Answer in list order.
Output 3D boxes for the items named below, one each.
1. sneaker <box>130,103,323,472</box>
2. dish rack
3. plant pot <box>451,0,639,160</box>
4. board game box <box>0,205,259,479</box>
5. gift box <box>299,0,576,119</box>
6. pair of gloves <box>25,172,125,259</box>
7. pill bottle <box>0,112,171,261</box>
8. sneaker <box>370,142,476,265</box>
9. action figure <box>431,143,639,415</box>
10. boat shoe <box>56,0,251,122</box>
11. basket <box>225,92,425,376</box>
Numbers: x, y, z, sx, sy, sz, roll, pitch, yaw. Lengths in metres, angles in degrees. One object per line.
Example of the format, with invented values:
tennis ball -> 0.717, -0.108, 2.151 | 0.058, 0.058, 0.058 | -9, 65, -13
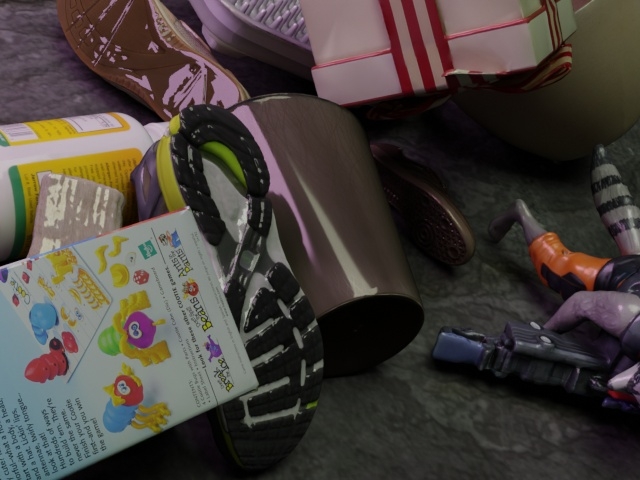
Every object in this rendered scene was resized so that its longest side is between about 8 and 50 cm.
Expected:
sneaker -> -0.085, 0.044, 0.890 | 0.111, 0.121, 0.300 | -7, 81, -38
dish rack -> -0.051, -0.276, 1.275 | 0.333, 0.072, 0.285 | 16, 36, -43
plant pot -> 0.301, -0.213, 1.330 | 0.191, 0.284, 0.284 | 57, 35, -20
board game box -> -0.209, 0.095, 0.731 | 0.275, 0.142, 0.144 | -20, 89, -36
gift box -> 0.100, -0.256, 1.068 | 0.255, 0.258, 0.276 | -7, 17, 31
pair of gloves -> -0.265, 0.044, 0.825 | 0.240, 0.042, 0.204 | 5, 74, -30
pill bottle -> -0.218, -0.054, 0.966 | 0.208, 0.118, 0.117 | -14, 52, -37
sneaker -> 0.117, -0.050, 1.168 | 0.071, 0.066, 0.188 | -18, 53, -38
action figure -> 0.278, 0.053, 1.062 | 0.341, 0.178, 0.330 | 9, 32, -19
boat shoe -> -0.177, -0.198, 1.175 | 0.302, 0.109, 0.098 | 42, 3, 22
basket -> 0.000, 0.000, 0.995 | 0.204, 0.154, 0.227 | 19, 38, -45
